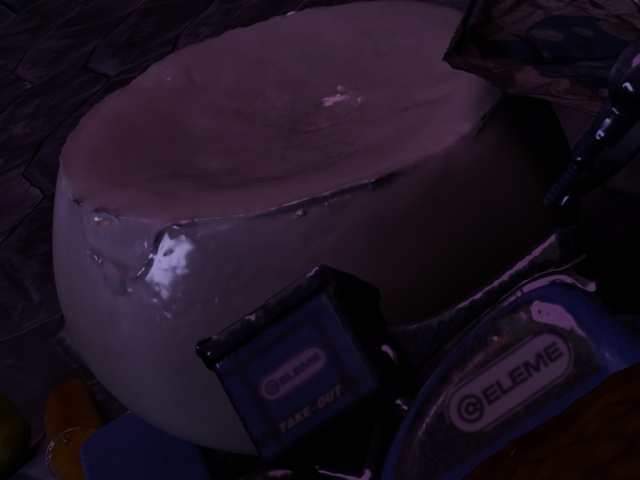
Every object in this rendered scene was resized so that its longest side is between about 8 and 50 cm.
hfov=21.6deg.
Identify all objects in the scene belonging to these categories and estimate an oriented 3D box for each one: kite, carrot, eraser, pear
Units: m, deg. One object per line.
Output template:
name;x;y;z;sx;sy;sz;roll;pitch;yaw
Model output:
kite;0.213;-0.105;1.002;0.368;0.014;0.406;-5;35;-36
carrot;-0.181;0.133;1.222;0.048;0.048;0.139;-32;19;-3
eraser;-0.100;0.165;1.056;0.082;0.036;0.225;-33;22;-3
pear;-0.267;0.147;1.254;0.097;0.092;0.092;7;10;-22

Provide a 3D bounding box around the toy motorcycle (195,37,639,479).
toy motorcycle;0.132;0.026;0.779;0.358;0.212;0.125;-35;-20;12

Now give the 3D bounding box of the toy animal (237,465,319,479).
toy animal;-0.063;0.186;0.867;0.176;0.073;0.217;4;34;22

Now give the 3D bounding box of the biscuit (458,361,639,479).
biscuit;0.165;0.121;0.522;0.342;0.166;0.395;-32;5;2

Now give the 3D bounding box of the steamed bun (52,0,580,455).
steamed bun;0.000;0.000;1.031;0.324;0.206;0.324;-11;29;6
